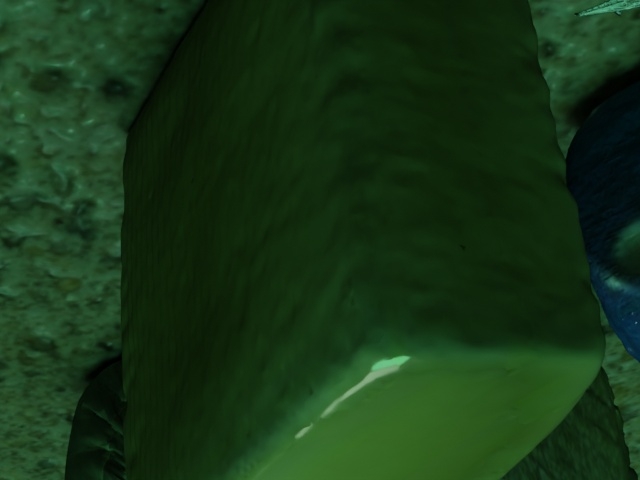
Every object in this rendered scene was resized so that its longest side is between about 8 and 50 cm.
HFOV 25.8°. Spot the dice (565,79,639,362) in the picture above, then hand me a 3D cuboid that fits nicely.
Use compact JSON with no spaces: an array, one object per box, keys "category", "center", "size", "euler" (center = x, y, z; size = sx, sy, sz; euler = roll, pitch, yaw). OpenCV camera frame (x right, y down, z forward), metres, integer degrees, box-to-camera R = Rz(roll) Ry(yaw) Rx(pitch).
[{"category":"dice","center":[0.225,-0.011,0.755],"size":[0.146,0.146,0.143],"euler":[-29,141,28]}]

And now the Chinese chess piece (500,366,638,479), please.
[{"category":"Chinese chess piece","center":[0.084,0.126,0.815],"size":[0.112,0.270,0.270],"euler":[-18,144,31]}]

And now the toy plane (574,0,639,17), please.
[{"category":"toy plane","center":[0.163,-0.127,0.686],"size":[0.084,0.024,0.078],"euler":[19,137,-41]}]

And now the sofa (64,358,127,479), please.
[{"category":"sofa","center":[-0.030,0.162,0.927],"size":[0.225,0.176,0.210],"euler":[-25,141,24]}]

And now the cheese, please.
[{"category":"cheese","center":[0.000,0.000,0.627],"size":[0.124,0.265,0.242],"euler":[10,142,-22]}]
